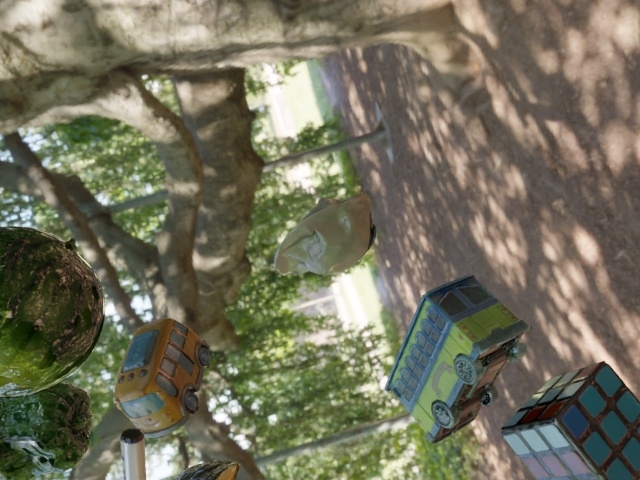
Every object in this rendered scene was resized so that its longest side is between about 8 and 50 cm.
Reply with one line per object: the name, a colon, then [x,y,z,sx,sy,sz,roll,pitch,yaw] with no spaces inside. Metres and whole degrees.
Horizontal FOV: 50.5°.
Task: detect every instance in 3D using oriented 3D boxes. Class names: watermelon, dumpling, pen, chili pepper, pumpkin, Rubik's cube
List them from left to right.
chili pepper: [-0.658,0.408,1.390,0.167,0.384,0.213,-63,-39,-75]
watermelon: [-0.428,0.098,0.955,0.242,0.242,0.242,162,90,-88]
pen: [-0.237,0.367,0.886,0.033,0.033,0.269,-113,23,-70]
pumpkin: [-0.287,0.561,1.324,0.169,0.148,0.312,3,-76,-64]
dumpling: [0.015,0.009,1.533,0.163,0.293,0.204,42,-146,-2]
Rubik's cube: [0.427,0.319,1.113,0.160,0.162,0.163,51,152,6]

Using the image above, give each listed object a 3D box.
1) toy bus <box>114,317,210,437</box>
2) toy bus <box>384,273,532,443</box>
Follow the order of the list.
toy bus: [-0.299,0.245,1.260,0.136,0.126,0.209,56,-154,-33]
toy bus: [0.265,0.242,1.364,0.190,0.152,0.312,46,139,33]
